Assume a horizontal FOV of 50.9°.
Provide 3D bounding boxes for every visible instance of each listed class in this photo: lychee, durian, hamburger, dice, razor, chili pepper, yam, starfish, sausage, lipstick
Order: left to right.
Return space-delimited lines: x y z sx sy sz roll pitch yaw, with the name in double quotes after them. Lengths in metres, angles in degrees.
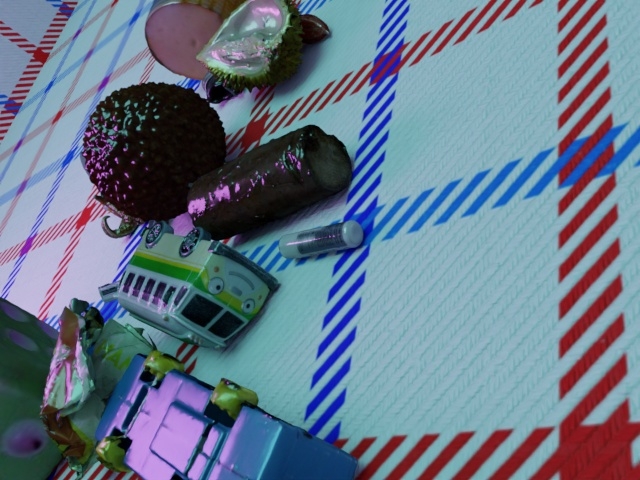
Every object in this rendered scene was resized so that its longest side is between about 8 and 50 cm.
-0.640 0.288 1.218 0.330 0.322 0.318 -51 35 0 "dice"
-0.333 0.217 1.067 0.276 0.150 0.261 -102 15 -60 "hamburger"
-0.418 -0.097 1.490 0.190 0.074 0.146 -33 56 25 "starfish"
-0.350 0.004 1.370 0.111 0.056 0.278 -17 42 38 "razor"
-0.319 -0.176 1.294 0.276 0.275 0.304 -61 -9 -10 "lychee"
-0.276 -0.553 1.597 0.233 0.233 0.287 -25 44 34 "sausage"
-0.113 -0.388 1.347 0.249 0.138 0.183 -1 60 46 "durian"
-0.091 -0.092 1.086 0.279 0.131 0.131 -20 47 37 "yam"
-0.041 -0.438 1.382 0.191 0.050 0.059 26 95 43 "chili pepper"
0.000 0.000 0.974 0.141 0.040 0.040 -11 53 44 "lipstick"

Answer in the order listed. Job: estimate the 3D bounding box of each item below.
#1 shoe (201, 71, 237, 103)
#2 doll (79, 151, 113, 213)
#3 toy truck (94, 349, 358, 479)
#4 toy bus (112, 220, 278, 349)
-0.199 -0.355 1.481 0.169 0.071 0.099 -35 42 30 "shoe"
-0.514 -0.187 1.664 0.145 0.103 0.316 -63 38 30 "doll"
-0.139 0.250 0.816 0.385 0.162 0.161 5 65 52 "toy truck"
-0.210 0.074 1.073 0.276 0.133 0.165 9 67 53 "toy bus"
